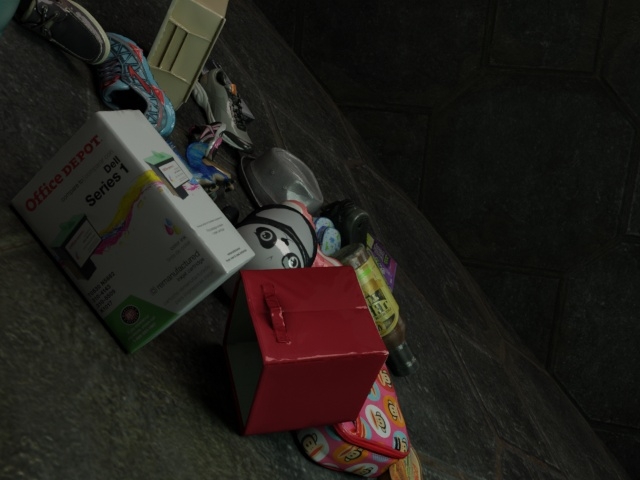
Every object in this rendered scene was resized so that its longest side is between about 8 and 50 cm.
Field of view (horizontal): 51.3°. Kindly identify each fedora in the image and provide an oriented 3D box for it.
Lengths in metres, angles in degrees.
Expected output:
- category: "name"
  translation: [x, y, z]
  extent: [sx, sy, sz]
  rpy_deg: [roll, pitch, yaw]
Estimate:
- category: "fedora"
  translation: [-0.083, -0.135, 1.718]
  extent: [0.275, 0.124, 0.243]
  rpy_deg: [55, 19, 12]

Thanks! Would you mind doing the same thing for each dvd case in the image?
- category: "dvd case"
  translation: [-0.304, -0.460, 1.965]
  extent: [0.239, 0.029, 0.179]
  rpy_deg: [58, 19, 17]

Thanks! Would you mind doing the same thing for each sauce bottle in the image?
- category: "sauce bottle"
  translation: [0.138, 0.174, 1.618]
  extent: [0.344, 0.111, 0.111]
  rpy_deg: [59, 16, -12]

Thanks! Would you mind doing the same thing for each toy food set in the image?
- category: "toy food set"
  translation: [-0.242, -0.162, 1.534]
  extent: [0.082, 0.020, 0.083]
  rpy_deg: [34, 6, 13]

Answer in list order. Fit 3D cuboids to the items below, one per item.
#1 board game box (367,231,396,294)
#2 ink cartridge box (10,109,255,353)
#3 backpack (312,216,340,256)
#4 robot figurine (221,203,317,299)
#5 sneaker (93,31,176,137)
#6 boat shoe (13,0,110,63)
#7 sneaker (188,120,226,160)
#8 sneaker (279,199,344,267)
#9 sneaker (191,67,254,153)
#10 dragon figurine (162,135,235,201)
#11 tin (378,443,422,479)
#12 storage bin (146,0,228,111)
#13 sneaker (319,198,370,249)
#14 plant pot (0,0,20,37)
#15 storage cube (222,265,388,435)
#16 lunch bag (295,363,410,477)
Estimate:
- category: "board game box"
  translation: [0.140, 0.066, 1.991]
  extent: [0.208, 0.056, 0.347]
  rpy_deg: [45, 19, -6]
- category: "ink cartridge box"
  translation: [-0.264, -0.017, 0.943]
  extent: [0.278, 0.201, 0.117]
  rpy_deg: [51, 18, 1]
- category: "backpack"
  translation: [0.000, 0.000, 1.652]
  extent: [0.105, 0.084, 0.114]
  rpy_deg: [24, 66, -54]
- category: "robot figurine"
  translation: [-0.097, 0.025, 1.298]
  extent: [0.278, 0.209, 0.174]
  rpy_deg: [-59, 149, -71]
- category: "sneaker"
  translation: [-0.403, -0.327, 1.366]
  extent: [0.262, 0.104, 0.125]
  rpy_deg: [52, 20, 4]
- category: "boat shoe"
  translation: [-0.539, -0.441, 1.277]
  extent: [0.285, 0.103, 0.092]
  rpy_deg: [43, 25, -13]
- category: "sneaker"
  translation: [-0.274, -0.255, 1.593]
  extent: [0.077, 0.072, 0.178]
  rpy_deg: [27, 16, -15]
- category: "sneaker"
  translation: [-0.049, 0.053, 1.522]
  extent: [0.136, 0.116, 0.314]
  rpy_deg: [-14, 66, -48]
- category: "sneaker"
  translation: [-0.247, -0.344, 1.760]
  extent: [0.271, 0.108, 0.100]
  rpy_deg: [58, 18, 17]
- category: "dragon figurine"
  translation: [-0.260, -0.149, 1.390]
  extent: [0.144, 0.085, 0.289]
  rpy_deg: [52, 20, 3]
- category: "tin"
  translation: [0.157, 0.455, 1.305]
  extent: [0.106, 0.040, 0.190]
  rpy_deg: [42, 20, -13]
- category: "storage bin"
  translation: [-0.329, -0.484, 1.606]
  extent: [0.123, 0.260, 0.262]
  rpy_deg: [25, 27, -19]
- category: "sneaker"
  translation: [0.058, -0.017, 1.746]
  extent: [0.087, 0.228, 0.130]
  rpy_deg: [-21, 49, -25]
- category: "plant pot"
  translation: [-0.594, -0.483, 1.064]
  extent: [0.293, 0.196, 0.293]
  rpy_deg: [44, 19, -19]
- category: "storage cube"
  translation: [-0.034, 0.169, 1.042]
  extent: [0.193, 0.215, 0.184]
  rpy_deg: [-2, 44, -20]
- category: "lunch bag"
  translation: [0.024, 0.274, 1.226]
  extent: [0.258, 0.120, 0.293]
  rpy_deg: [30, 28, -38]
